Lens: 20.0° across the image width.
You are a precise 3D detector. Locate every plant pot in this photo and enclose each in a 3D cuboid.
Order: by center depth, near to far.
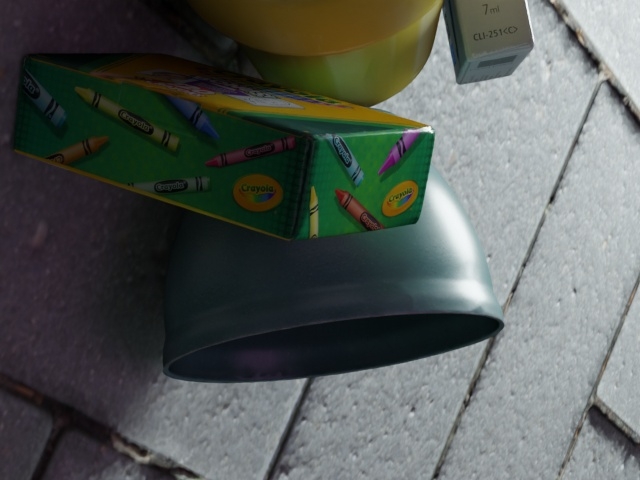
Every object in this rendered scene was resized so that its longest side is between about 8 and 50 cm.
[{"bbox_3d":[0.003,-0.232,1.481,0.254,0.254,0.239,-59,161,-21],"label":"plant pot"},{"bbox_3d":[0.000,0.000,1.559,0.293,0.293,0.196,12,67,-57],"label":"plant pot"}]

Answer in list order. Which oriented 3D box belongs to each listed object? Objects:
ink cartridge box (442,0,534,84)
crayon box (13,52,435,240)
[{"bbox_3d":[0.137,-0.285,1.671,0.296,0.066,0.261,-15,95,-88],"label":"ink cartridge box"},{"bbox_3d":[-0.075,-0.076,1.377,0.165,0.278,0.081,-8,112,-55],"label":"crayon box"}]
